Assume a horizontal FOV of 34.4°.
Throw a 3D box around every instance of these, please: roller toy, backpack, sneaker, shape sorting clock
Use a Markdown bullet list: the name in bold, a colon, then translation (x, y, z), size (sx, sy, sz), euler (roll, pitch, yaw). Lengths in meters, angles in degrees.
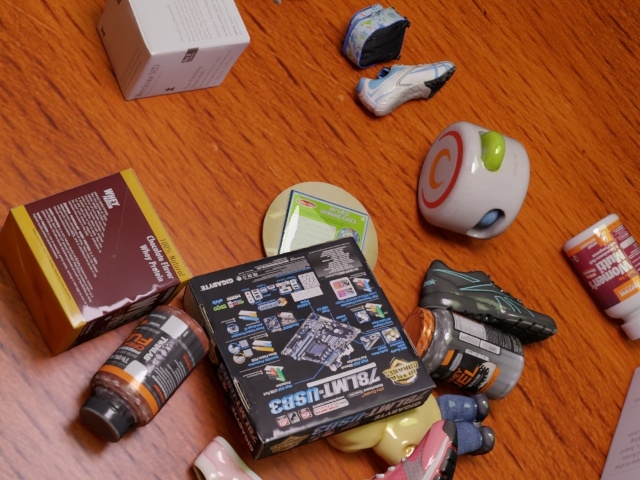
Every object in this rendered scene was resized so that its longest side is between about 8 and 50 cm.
- **roller toy**: translation (0.275, -0.104, 1.838), size (0.146, 0.209, 0.191), euler (17, 99, -20)
- **backpack**: translation (0.095, -0.380, 1.933), size (0.114, 0.105, 0.084), euler (-28, 59, -34)
- **sneaker**: translation (0.167, -0.303, 1.944), size (0.237, 0.085, 0.086), euler (-25, 72, -37)
- **shape sorting clock**: translation (0.000, 0.000, 1.732), size (0.206, 0.040, 0.206), euler (5, 75, -20)
- **sneaker**: translation (-0.129, 0.353, 1.488), size (0.134, 0.051, 0.070), euler (48, 56, 4)
- **sneaker**: translation (0.298, 0.107, 1.801), size (0.267, 0.101, 0.106), euler (17, 57, -20)
- **sneaker**: translation (0.091, 0.383, 1.509), size (0.136, 0.116, 0.313), euler (26, 74, 21)

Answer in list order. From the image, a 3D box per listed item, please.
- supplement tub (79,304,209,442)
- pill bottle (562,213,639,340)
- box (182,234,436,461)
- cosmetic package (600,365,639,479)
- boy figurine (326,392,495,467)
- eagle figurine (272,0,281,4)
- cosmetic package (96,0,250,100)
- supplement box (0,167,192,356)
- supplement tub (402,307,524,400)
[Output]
- **supplement tub**: translation (-0.252, 0.191, 1.468), size (0.106, 0.106, 0.198), euler (41, 54, -4)
- **pill bottle**: translation (0.564, 0.069, 1.946), size (0.121, 0.121, 0.221), euler (-27, 81, -35)
- **box**: translation (-0.020, 0.153, 1.566), size (0.296, 0.073, 0.293), euler (-15, 60, -25)
- **cosmetic package**: translation (0.703, 0.408, 1.728), size (0.329, 0.327, 0.393), euler (35, 56, -9)
- **boy figurine**: translation (0.138, 0.300, 1.629), size (0.285, 0.092, 0.177), euler (2, 66, -26)
- **eagle figurine**: translation (-0.110, -0.522, 1.780), size (0.298, 0.225, 0.226), euler (-50, 140, -70)
- **cosmetic package**: translation (-0.245, -0.341, 1.703), size (0.184, 0.151, 0.151), euler (-16, 75, -32)
- **supplement box**: translation (-0.327, 0.030, 1.491), size (0.194, 0.129, 0.191), euler (-24, 79, -34)
- **supplement tub**: translation (0.231, 0.185, 1.717), size (0.190, 0.117, 0.117), euler (21, 58, -17)
